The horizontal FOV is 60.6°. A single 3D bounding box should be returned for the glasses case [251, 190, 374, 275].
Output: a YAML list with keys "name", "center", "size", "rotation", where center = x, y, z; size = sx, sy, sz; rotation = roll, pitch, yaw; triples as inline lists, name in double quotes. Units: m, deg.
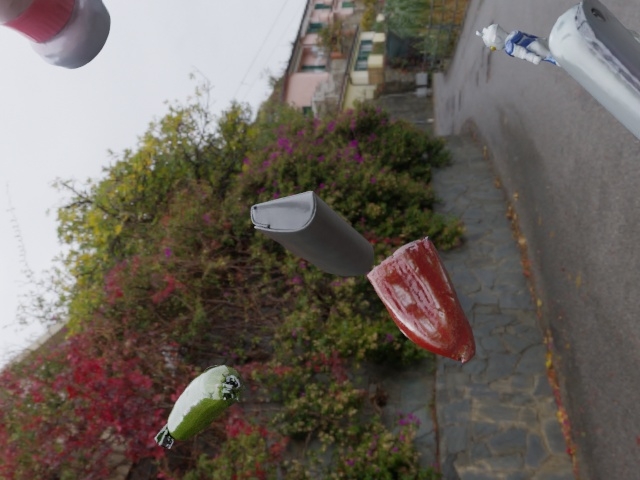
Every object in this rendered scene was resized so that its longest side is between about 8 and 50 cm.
- name: "glasses case"
  center: [-0.001, 0.000, 0.615]
  size: [0.191, 0.072, 0.042]
  rotation: [36, -128, -61]

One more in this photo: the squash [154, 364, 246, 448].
- name: "squash"
  center: [-0.183, 0.250, 0.853]
  size: [0.080, 0.071, 0.318]
  rotation: [-29, -12, -44]

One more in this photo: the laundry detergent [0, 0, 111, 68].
- name: "laundry detergent"
  center: [-0.293, -0.236, 0.382]
  size: [0.087, 0.159, 0.335]
  rotation: [-65, -28, -2]

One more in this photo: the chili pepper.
- name: "chili pepper"
  center: [0.204, 0.133, 1.071]
  size: [0.136, 0.144, 0.252]
  rotation: [-44, 69, 52]

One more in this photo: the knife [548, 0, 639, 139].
- name: "knife"
  center: [0.287, -0.087, 0.425]
  size: [0.073, 0.265, 0.040]
  rotation: [-40, -5, -31]

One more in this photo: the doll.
- name: "doll"
  center: [0.464, -0.439, 1.242]
  size: [0.114, 0.227, 0.057]
  rotation: [-56, -14, -39]
